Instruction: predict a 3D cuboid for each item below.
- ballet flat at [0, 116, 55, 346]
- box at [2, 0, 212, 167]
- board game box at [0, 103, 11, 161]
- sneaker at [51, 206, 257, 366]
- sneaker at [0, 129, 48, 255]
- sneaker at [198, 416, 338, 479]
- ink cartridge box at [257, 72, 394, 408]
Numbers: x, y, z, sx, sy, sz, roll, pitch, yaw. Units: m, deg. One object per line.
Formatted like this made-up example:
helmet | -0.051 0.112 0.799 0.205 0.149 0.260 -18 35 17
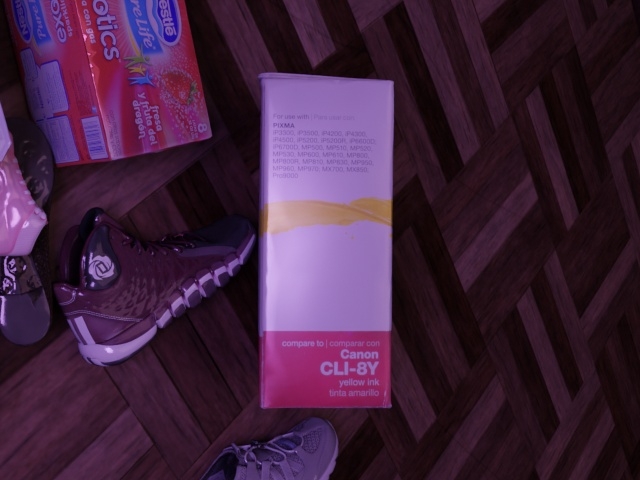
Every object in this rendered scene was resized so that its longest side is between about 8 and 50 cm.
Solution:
ballet flat | -0.330 -0.009 0.910 0.084 0.058 0.249 -5 88 -19
box | -0.247 -0.240 0.918 0.142 0.154 0.300 -21 104 -44
board game box | -0.451 -0.190 0.560 0.390 0.050 0.390 -26 116 -38
sneaker | -0.203 0.009 1.002 0.281 0.106 0.162 -44 117 -36
sneaker | -0.316 -0.047 0.861 0.070 0.051 0.134 9 83 -24
sneaker | -0.081 0.316 1.128 0.281 0.105 0.115 -33 114 -40
ink cartridge box | 0.000 0.000 1.068 0.160 0.279 0.384 0 91 -3
